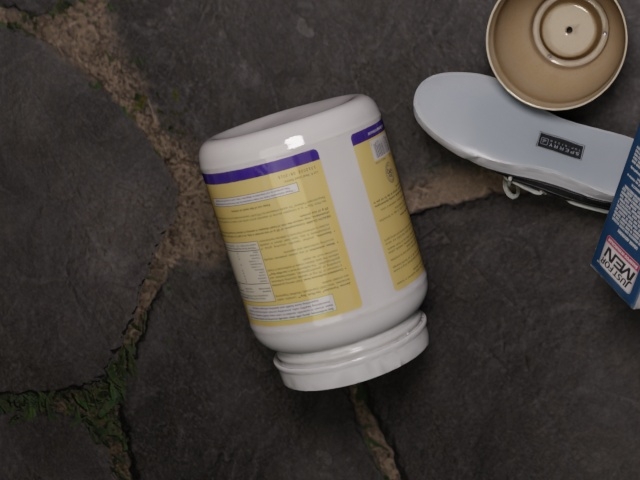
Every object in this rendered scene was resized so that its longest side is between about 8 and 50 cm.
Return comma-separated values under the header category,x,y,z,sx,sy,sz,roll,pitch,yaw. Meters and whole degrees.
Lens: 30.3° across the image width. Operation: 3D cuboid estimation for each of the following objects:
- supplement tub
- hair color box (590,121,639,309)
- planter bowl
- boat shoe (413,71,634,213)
category,x,y,z,sx,sy,sz,roll,pitch,yaw
supplement tub,0.000,0.000,1.517,0.241,0.241,0.331,-11,102,24
hair color box,0.445,-0.094,1.317,0.173,0.105,0.347,-1,122,-22
planter bowl,0.287,-0.242,1.398,0.162,0.109,0.162,6,108,20
boat shoe,0.256,-0.112,1.454,0.306,0.105,0.113,17,69,5
